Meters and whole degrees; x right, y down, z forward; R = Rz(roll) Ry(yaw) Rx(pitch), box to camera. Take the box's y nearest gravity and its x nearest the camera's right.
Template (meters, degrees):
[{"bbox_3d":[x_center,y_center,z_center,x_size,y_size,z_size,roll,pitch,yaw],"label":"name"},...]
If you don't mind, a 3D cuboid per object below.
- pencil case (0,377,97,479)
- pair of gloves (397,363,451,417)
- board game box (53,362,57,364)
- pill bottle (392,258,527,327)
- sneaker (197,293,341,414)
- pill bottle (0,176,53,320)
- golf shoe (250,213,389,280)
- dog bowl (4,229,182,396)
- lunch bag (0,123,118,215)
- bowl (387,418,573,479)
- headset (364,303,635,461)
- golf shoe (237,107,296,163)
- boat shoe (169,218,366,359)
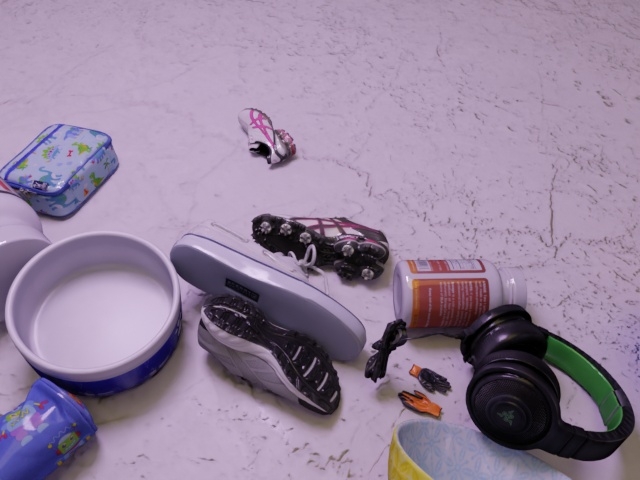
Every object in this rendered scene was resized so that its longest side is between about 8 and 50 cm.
[{"bbox_3d":[-0.470,0.326,0.792,0.133,0.119,0.306,26,53,33],"label":"pencil case"},{"bbox_3d":[0.173,0.250,0.947,0.074,0.010,0.083,22,49,18],"label":"pair of gloves"},{"bbox_3d":[-0.406,0.114,1.038,0.136,0.030,0.259,35,57,23],"label":"board game box"},{"bbox_3d":[0.243,0.094,1.010,0.216,0.121,0.121,0,49,-2],"label":"pill bottle"},{"bbox_3d":[-0.085,0.197,0.939,0.271,0.108,0.100,34,36,6],"label":"sneaker"},{"bbox_3d":[-0.645,-0.028,1.034,0.363,0.210,0.210,35,57,26],"label":"pill bottle"},{"bbox_3d":[0.000,0.000,1.117,0.273,0.105,0.120,16,33,6],"label":"golf shoe"},{"bbox_3d":[-0.366,0.118,0.949,0.265,0.104,0.265,4,54,-6],"label":"dog bowl"},{"bbox_3d":[-0.566,-0.157,1.231,0.176,0.090,0.219,15,49,15],"label":"lunch bag"},{"bbox_3d":[0.206,0.368,0.727,0.289,0.289,0.156,20,94,15],"label":"bowl"},{"bbox_3d":[0.277,0.220,0.893,0.394,0.185,0.243,22,29,-3],"label":"headset"},{"bbox_3d":[-0.143,-0.247,1.330,0.086,0.067,0.186,-34,58,-25],"label":"golf shoe"},{"bbox_3d":[-0.070,0.067,1.010,0.367,0.136,0.156,26,43,7],"label":"boat shoe"}]
